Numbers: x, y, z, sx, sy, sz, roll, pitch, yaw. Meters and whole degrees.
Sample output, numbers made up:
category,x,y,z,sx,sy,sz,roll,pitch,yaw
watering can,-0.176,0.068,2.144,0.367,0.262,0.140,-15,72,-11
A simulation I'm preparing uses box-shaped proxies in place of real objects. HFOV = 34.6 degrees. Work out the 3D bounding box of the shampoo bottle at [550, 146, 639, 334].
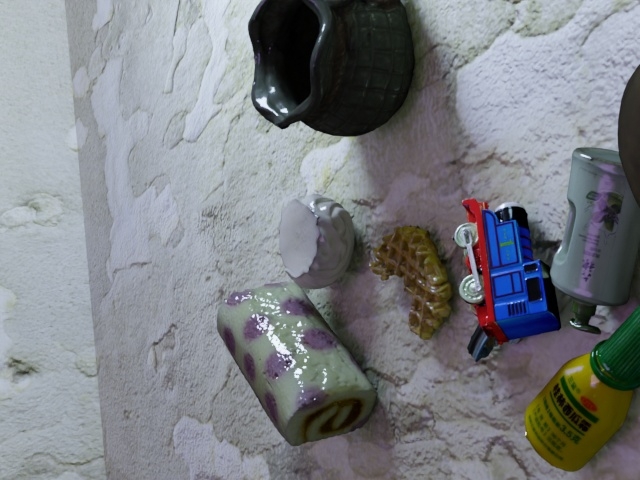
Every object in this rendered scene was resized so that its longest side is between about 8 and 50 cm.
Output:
category,x,y,z,sx,sy,sz,roll,pitch,yaw
shampoo bottle,0.357,0.006,1.322,0.118,0.087,0.234,29,117,52

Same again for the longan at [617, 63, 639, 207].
category,x,y,z,sx,sy,sz,roll,pitch,yaw
longan,0.428,-0.117,1.068,0.246,0.215,0.246,54,158,33

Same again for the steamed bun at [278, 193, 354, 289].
category,x,y,z,sx,sy,sz,roll,pitch,yaw
steamed bun,0.000,0.000,1.915,0.183,0.106,0.183,0,90,56

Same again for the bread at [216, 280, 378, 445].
category,x,y,z,sx,sy,sz,roll,pitch,yaw
bread,-0.049,0.222,1.930,0.338,0.187,0.155,52,142,45

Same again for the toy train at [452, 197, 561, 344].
category,x,y,z,sx,sy,sz,roll,pitch,yaw
toy train,0.263,0.038,1.455,0.131,0.083,0.204,-14,59,20

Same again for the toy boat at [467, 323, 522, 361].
category,x,y,z,sx,sy,sz,roll,pitch,yaw
toy boat,0.269,0.130,1.517,0.066,0.059,0.140,36,127,19

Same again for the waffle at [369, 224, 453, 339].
category,x,y,z,sx,sy,sz,roll,pitch,yaw
waffle,0.156,0.065,1.705,0.149,0.051,0.194,-54,52,47

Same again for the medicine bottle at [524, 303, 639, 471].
category,x,y,z,sx,sy,sz,roll,pitch,yaw
medicine bottle,0.368,0.179,1.326,0.111,0.076,0.309,52,135,28

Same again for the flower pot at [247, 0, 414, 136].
category,x,y,z,sx,sy,sz,roll,pitch,yaw
flower pot,0.017,-0.332,1.758,0.301,0.213,0.302,9,100,59
